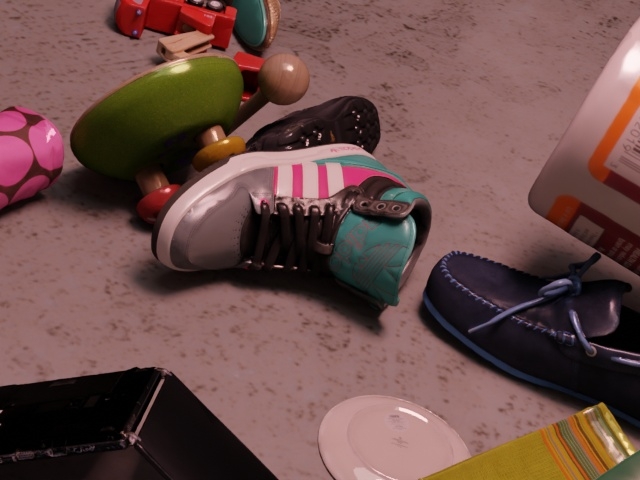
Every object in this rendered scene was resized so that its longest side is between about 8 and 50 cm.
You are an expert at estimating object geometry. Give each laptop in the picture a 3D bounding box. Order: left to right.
[{"bbox_3d":[-0.151,0.180,1.006,0.264,0.137,0.234,-8,6,0],"label":"laptop"}]

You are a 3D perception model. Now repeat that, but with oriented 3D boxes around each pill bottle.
[{"bbox_3d":[0.414,-0.026,1.300,0.392,0.224,0.224,32,37,7],"label":"pill bottle"}]

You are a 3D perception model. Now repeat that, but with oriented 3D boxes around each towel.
[{"bbox_3d":[0.191,0.211,1.194,0.237,0.021,0.102,-14,57,-38],"label":"towel"}]

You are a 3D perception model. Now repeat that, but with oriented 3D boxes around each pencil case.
[{"bbox_3d":[-0.341,-0.063,1.273,0.098,0.095,0.209,23,30,33],"label":"pencil case"}]

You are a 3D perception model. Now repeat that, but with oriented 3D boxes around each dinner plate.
[{"bbox_3d":[0.067,0.180,1.198,0.141,0.017,0.141,13,34,-9],"label":"dinner plate"}]

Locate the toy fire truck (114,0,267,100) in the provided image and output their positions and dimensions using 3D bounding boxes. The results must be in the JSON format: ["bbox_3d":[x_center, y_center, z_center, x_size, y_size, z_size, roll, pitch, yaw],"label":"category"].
[{"bbox_3d":[-0.152,-0.233,1.618,0.192,0.047,0.135,15,37,-5],"label":"toy fire truck"}]

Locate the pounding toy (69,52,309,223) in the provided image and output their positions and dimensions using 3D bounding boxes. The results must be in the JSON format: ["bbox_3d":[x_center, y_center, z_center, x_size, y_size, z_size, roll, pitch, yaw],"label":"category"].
[{"bbox_3d":[-0.120,-0.092,1.372,0.236,0.183,0.110,-16,73,-42],"label":"pounding toy"}]

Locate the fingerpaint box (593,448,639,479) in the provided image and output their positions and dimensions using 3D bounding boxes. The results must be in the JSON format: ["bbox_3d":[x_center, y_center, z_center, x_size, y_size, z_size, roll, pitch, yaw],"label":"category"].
[{"bbox_3d":[0.389,0.282,0.997,0.444,0.163,0.371,-26,54,-27],"label":"fingerpaint box"}]

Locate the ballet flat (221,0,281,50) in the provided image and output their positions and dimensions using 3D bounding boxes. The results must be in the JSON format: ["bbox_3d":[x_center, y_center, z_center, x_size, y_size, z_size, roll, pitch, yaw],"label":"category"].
[{"bbox_3d":[-0.086,-0.302,1.725,0.067,0.073,0.206,8,38,-40],"label":"ballet flat"}]

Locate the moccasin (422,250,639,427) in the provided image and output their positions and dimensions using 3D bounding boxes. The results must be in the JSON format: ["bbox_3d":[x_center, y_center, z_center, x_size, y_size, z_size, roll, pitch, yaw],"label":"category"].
[{"bbox_3d":[0.270,0.080,1.335,0.342,0.117,0.138,23,36,6],"label":"moccasin"}]

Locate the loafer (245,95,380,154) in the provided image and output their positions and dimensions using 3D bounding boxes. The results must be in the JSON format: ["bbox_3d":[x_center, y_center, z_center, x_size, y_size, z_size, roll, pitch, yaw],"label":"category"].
[{"bbox_3d":[-0.007,-0.112,1.498,0.078,0.076,0.223,-2,12,32],"label":"loafer"}]

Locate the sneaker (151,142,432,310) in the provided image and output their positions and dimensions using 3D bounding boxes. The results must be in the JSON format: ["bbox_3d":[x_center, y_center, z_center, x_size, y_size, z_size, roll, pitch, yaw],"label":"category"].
[{"bbox_3d":[0.000,0.000,1.323,0.295,0.124,0.178,-18,40,-42],"label":"sneaker"}]
